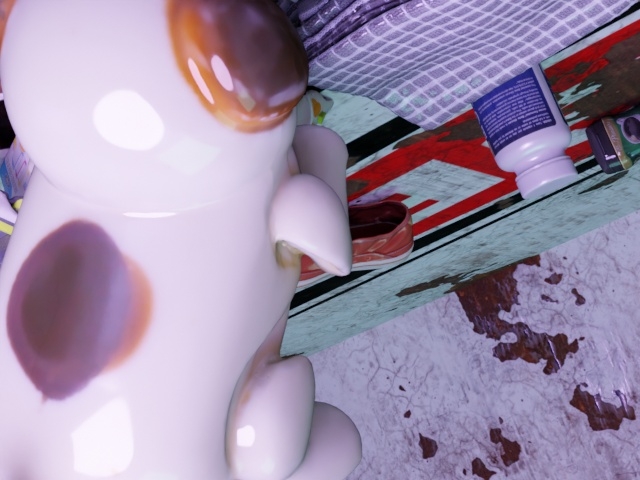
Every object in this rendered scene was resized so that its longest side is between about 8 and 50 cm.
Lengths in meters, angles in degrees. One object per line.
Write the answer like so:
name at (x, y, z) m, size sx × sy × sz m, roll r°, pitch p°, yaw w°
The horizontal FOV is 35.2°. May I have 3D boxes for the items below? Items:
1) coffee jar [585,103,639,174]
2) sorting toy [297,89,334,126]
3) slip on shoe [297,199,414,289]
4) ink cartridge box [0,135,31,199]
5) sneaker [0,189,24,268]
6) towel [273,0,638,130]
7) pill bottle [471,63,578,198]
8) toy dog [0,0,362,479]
coffee jar at (0.537, -0.183, 1.666) m, size 0.184 × 0.096 × 0.079 m, roll -24°, pitch 164°, yaw 19°
sorting toy at (-0.018, -0.135, 1.128) m, size 0.083 × 0.044 × 0.075 m, roll -29°, pitch -176°, yaw 33°
slip on shoe at (0.000, 0.000, 1.596) m, size 0.332 × 0.123 × 0.101 m, roll -11°, pitch 133°, yaw -21°
ink cartridge box at (-0.232, -0.063, 0.944) m, size 0.090 × 0.092 × 0.143 m, roll -12°, pitch 163°, yaw -33°
sneaker at (-0.340, 0.001, 0.826) m, size 0.300 × 0.121 × 0.111 m, roll 20°, pitch 145°, yaw -27°
towel at (0.115, -0.205, 0.837) m, size 0.284 × 0.121 × 0.235 m, roll -29°, pitch 164°, yaw 33°
pill bottle at (0.240, -0.139, 1.199) m, size 0.094 × 0.169 × 0.094 m, roll -20°, pitch 167°, yaw -5°
toy dog at (-0.136, -0.010, 0.724) m, size 0.285 × 0.407 × 0.395 m, roll 18°, pitch -158°, yaw 29°
